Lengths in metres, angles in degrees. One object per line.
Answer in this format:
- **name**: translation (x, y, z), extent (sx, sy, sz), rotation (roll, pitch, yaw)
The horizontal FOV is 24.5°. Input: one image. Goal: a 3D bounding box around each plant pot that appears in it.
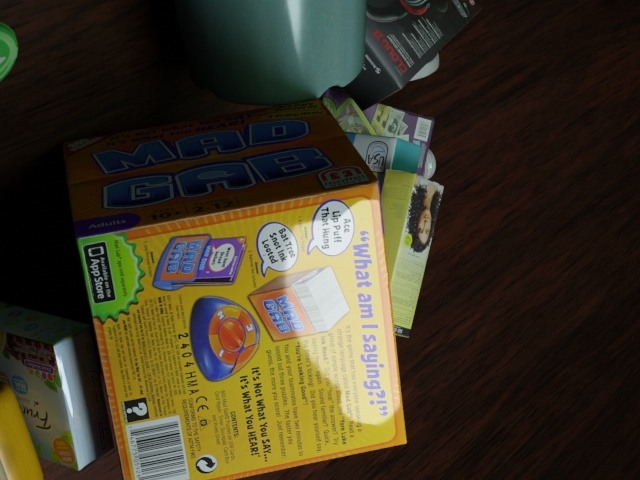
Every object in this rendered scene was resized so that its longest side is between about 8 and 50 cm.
- **plant pot**: translation (-0.073, -0.385, 2.020), extent (0.341, 0.341, 0.334), rotation (-38, 135, -43)

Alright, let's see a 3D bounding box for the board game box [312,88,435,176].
- **board game box**: translation (0.053, -0.056, 2.404), extent (0.208, 0.056, 0.346), rotation (15, 86, -27)

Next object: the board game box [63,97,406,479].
- **board game box**: translation (-0.117, 0.061, 1.889), extent (0.356, 0.356, 0.356), rotation (-10, 113, -8)

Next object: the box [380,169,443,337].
- **box**: translation (0.112, 0.020, 2.139), extent (0.087, 0.058, 0.232), rotation (17, 85, -53)

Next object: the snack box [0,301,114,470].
- **snack box**: translation (-0.363, 0.175, 1.829), extent (0.070, 0.207, 0.174), rotation (-30, 122, -44)

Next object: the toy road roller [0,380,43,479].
- **toy road roller**: translation (-0.409, 0.267, 1.684), extent (0.241, 0.329, 0.202), rotation (-28, 107, -39)

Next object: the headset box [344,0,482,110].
- **headset box**: translation (0.092, -0.363, 2.337), extent (0.218, 0.110, 0.293), rotation (52, 52, -9)

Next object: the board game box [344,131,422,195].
- **board game box**: translation (0.000, 0.000, 2.247), extent (0.079, 0.254, 0.336), rotation (14, 87, -54)

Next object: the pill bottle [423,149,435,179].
- **pill bottle**: translation (0.129, -0.123, 2.538), extent (0.160, 0.087, 0.087), rotation (-16, 110, -51)

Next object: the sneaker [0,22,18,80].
- **sneaker**: translation (-0.452, -0.189, 1.689), extent (0.295, 0.123, 0.109), rotation (-25, 117, -50)

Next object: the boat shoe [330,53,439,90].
- **boat shoe**: translation (0.106, -0.314, 2.463), extent (0.267, 0.096, 0.088), rotation (-18, 117, -42)
